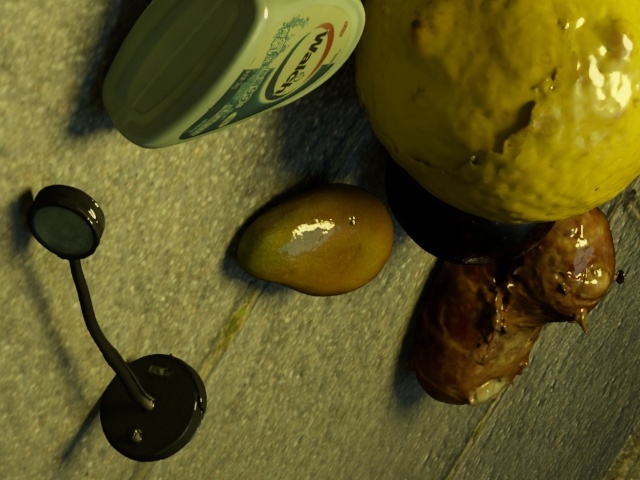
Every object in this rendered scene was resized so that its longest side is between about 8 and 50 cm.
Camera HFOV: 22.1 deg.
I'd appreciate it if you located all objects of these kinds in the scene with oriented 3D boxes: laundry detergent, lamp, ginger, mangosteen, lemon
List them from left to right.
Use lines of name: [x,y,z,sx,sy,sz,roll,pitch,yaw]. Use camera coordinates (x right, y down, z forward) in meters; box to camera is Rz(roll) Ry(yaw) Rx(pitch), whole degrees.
lamp: [-0.199,0.061,1.550,0.371,0.130,0.108,71,31,-43]
laundry detergent: [-0.058,-0.174,1.484,0.215,0.105,0.280,-48,167,23]
mangosteen: [0.181,-0.064,1.954,0.211,0.211,0.250,-55,175,-8]
ginger: [0.260,0.081,2.206,0.176,0.254,0.418,3,124,-37]
lemon: [0.219,-0.190,1.692,0.387,0.350,0.349,2,117,-51]

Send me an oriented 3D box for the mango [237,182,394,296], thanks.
mango: [0.000,0.000,1.806,0.227,0.099,0.136,-2,127,-51]
